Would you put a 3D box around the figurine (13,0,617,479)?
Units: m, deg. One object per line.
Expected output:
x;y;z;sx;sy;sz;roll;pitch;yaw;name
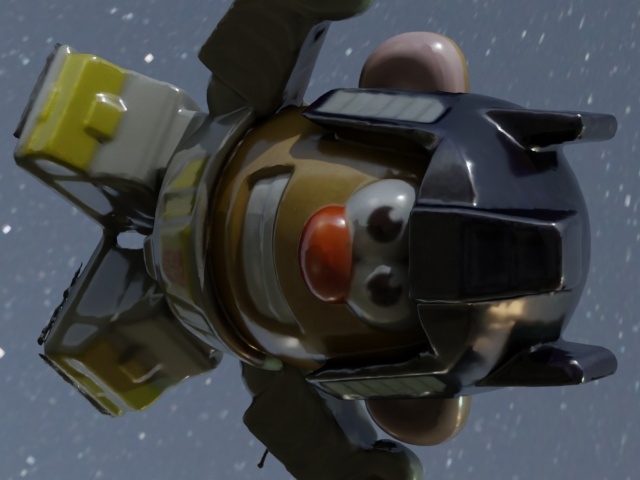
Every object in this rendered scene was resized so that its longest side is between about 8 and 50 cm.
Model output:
0.001;-0.004;0.659;0.308;0.143;0.308;17;-51;22;figurine

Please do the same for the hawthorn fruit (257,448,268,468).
-0.021;0.095;0.901;0.067;0.067;0.103;12;-90;11;hawthorn fruit
